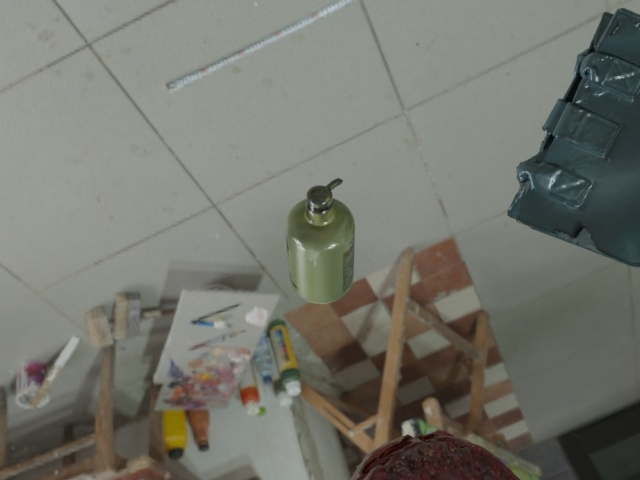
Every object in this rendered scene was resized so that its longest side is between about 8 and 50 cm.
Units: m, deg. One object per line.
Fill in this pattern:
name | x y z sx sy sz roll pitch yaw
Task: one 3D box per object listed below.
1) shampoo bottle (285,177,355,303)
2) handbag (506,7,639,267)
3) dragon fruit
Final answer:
shampoo bottle | 0.000 0.000 0.812 0.079 0.079 0.162 -13 142 -8
handbag | 0.305 -0.099 0.724 0.179 0.062 0.229 20 105 -4
dragon fruit | 0.123 0.344 0.913 0.317 0.152 0.205 25 133 -23
